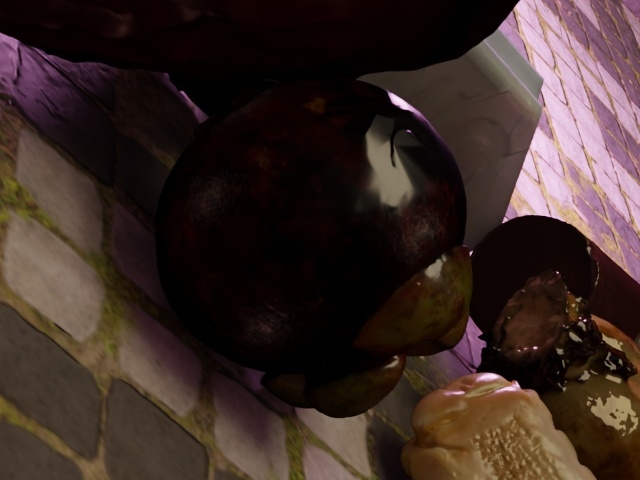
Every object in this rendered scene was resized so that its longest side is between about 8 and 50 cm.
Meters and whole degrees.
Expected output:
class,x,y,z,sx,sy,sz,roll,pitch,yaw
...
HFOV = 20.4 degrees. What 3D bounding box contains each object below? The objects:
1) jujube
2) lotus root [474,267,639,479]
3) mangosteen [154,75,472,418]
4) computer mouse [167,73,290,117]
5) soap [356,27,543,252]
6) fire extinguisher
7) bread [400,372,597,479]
class,x,y,z,sx,sy,sz,roll,pitch,yaw
jujube,-0.046,-0.214,1.069,0.377,0.258,0.258,8,25,4
lotus root,0.203,0.161,1.336,0.314,0.141,0.169,55,21,-30
mangosteen,0.000,0.000,1.069,0.210,0.210,0.210,45,23,-24
computer mouse,-0.070,-0.153,1.250,0.233,0.096,0.137,58,-10,18
soap,0.061,-0.125,1.422,0.289,0.173,0.095,46,24,-24
fire extinguisher,0.242,0.071,1.546,0.337,0.135,0.114,33,38,-61
bread,0.127,0.174,1.195,0.119,0.084,0.177,-21,70,-24
